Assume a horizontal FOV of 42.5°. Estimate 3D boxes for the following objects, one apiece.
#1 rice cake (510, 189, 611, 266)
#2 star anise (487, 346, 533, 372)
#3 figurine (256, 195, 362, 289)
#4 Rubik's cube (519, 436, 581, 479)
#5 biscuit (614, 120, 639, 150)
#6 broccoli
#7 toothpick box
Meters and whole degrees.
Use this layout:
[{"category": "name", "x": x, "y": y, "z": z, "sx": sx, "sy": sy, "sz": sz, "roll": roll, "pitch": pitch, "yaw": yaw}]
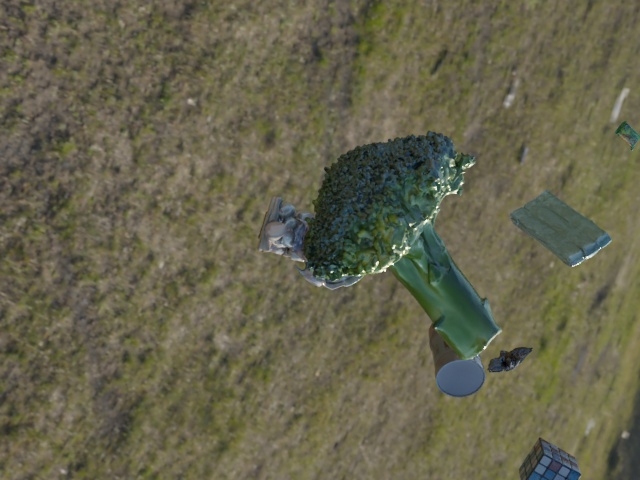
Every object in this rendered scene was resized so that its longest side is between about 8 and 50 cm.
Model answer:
[{"category": "rice cake", "x": 0.537, "y": -0.026, "z": 1.844, "sx": 0.124, "sy": 0.211, "sz": 0.038, "roll": -32, "pitch": 134, "yaw": -4}, {"category": "star anise", "x": 0.477, "y": 0.314, "z": 2.133, "sx": 0.129, "sy": 0.124, "sz": 0.056, "roll": -21, "pitch": 86, "yaw": -39}, {"category": "figurine", "x": 0.000, "y": 0.000, "z": 1.518, "sx": 0.141, "sy": 0.237, "sz": 0.162, "roll": 169, "pitch": -59, "yaw": -75}, {"category": "Rubik's cube", "x": 0.491, "y": 0.498, "z": 1.766, "sx": 0.092, "sy": 0.092, "sz": 0.092, "roll": -62, "pitch": 176, "yaw": 13}, {"category": "biscuit", "x": 0.814, "y": -0.279, "z": 2.171, "sx": 0.089, "sy": 0.016, "sz": 0.046, "roll": 33, "pitch": 95, "yaw": -29}, {"category": "broccoli", "x": 0.140, "y": 0.020, "z": 1.360, "sx": 0.353, "sy": 0.275, "sz": 0.396, "roll": -6, "pitch": 93, "yaw": -18}, {"category": "toothpick box", "x": 0.272, "y": 0.229, "z": 1.649, "sx": 0.149, "sy": 0.099, "sz": 0.098, "roll": -89, "pitch": -177, "yaw": -58}]
